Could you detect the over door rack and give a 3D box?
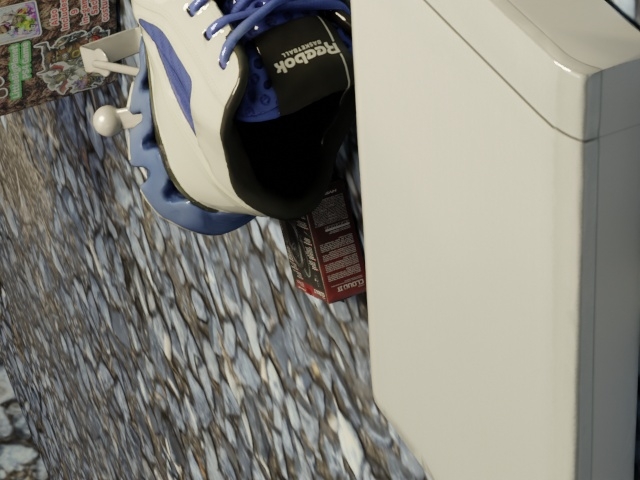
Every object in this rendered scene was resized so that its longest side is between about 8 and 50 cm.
[{"bbox_3d":[-0.145,-0.205,1.370,0.324,0.108,0.240,-148,43,-64],"label":"over door rack"}]

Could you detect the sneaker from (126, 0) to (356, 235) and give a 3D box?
[{"bbox_3d":[-0.046,-0.146,1.137,0.182,0.127,0.316,14,121,59],"label":"sneaker"}]

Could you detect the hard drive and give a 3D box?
[{"bbox_3d":[0.083,0.006,0.991,0.233,0.047,0.353,-128,25,-47],"label":"hard drive"}]

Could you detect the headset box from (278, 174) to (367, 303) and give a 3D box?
[{"bbox_3d":[0.000,0.000,1.260,0.062,0.032,0.083,-157,50,-68],"label":"headset box"}]

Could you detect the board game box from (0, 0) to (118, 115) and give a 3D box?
[{"bbox_3d":[-0.344,-0.217,1.651,0.141,0.291,0.232,95,150,-53],"label":"board game box"}]
